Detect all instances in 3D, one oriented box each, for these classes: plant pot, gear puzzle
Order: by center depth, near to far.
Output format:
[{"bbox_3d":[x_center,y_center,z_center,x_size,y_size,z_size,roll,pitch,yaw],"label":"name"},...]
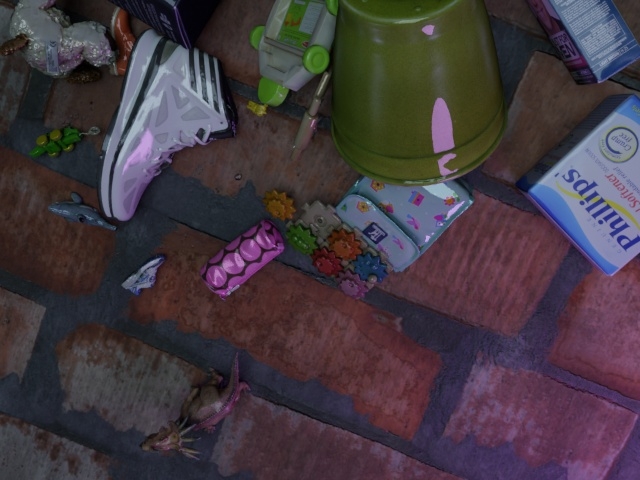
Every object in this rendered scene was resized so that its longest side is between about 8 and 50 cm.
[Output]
[{"bbox_3d":[0.171,-0.351,1.240,0.366,0.353,0.366,-6,57,9],"label":"plant pot"},{"bbox_3d":[0.000,0.000,1.520,0.339,0.044,0.175,42,135,-3],"label":"gear puzzle"}]

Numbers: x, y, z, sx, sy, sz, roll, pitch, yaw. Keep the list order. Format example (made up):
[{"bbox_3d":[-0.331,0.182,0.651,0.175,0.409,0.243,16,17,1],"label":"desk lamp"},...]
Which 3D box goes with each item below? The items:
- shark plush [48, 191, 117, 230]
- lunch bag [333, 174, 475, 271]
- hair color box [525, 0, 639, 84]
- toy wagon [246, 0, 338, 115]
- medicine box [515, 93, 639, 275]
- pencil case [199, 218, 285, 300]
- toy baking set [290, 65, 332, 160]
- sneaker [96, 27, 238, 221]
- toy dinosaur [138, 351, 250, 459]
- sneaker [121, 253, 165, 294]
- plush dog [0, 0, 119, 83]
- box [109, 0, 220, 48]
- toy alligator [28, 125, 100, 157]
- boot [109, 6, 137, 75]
[{"bbox_3d":[-0.573,-0.050,1.597,0.161,0.067,0.073,34,102,-1],"label":"shark plush"},{"bbox_3d":[0.176,-0.080,1.473,0.223,0.160,0.262,41,112,-4],"label":"lunch bag"},{"bbox_3d":[0.502,-0.492,1.351,0.105,0.174,0.347,-33,96,12],"label":"hair color box"},{"bbox_3d":[-0.059,-0.423,1.393,0.068,0.267,0.344,13,107,-37],"label":"toy wagon"},{"bbox_3d":[0.626,-0.121,1.422,0.263,0.149,0.289,45,101,-3],"label":"medicine box"},{"bbox_3d":[-0.180,0.045,1.565,0.209,0.095,0.098,-40,60,13],"label":"pencil case"},{"bbox_3d":[-0.013,-0.260,1.419,0.030,0.197,0.256,26,128,0],"label":"toy baking set"},{"bbox_3d":[-0.335,-0.220,1.491,0.257,0.169,0.447,19,106,-3],"label":"sneaker"},{"bbox_3d":[-0.275,0.413,1.587,0.127,0.200,0.295,44,101,-3],"label":"toy dinosaur"},{"bbox_3d":[-0.423,0.085,1.622,0.135,0.052,0.058,-38,105,18],"label":"sneaker"},{"bbox_3d":[-0.599,-0.434,1.453,0.210,0.225,0.262,-45,99,-16],"label":"plush dog"},{"bbox_3d":[-0.346,-0.720,1.261,0.472,0.297,0.480,30,88,-5],"label":"box"},{"bbox_3d":[-0.610,-0.249,1.574,0.190,0.056,0.051,-19,58,9],"label":"toy alligator"},{"bbox_3d":[-0.437,-0.457,1.515,0.085,0.059,0.158,6,110,2],"label":"boot"}]
